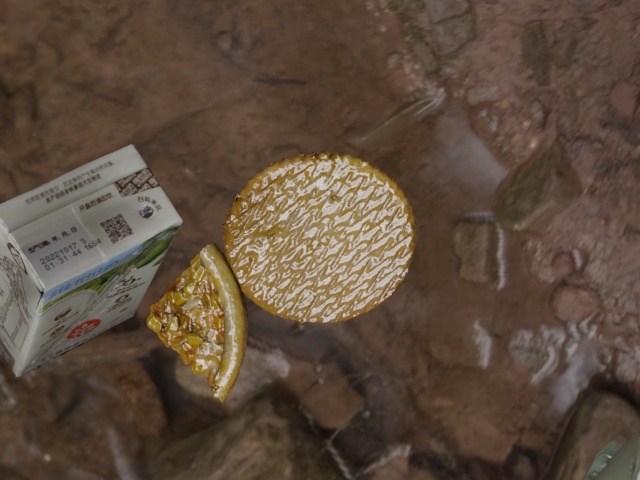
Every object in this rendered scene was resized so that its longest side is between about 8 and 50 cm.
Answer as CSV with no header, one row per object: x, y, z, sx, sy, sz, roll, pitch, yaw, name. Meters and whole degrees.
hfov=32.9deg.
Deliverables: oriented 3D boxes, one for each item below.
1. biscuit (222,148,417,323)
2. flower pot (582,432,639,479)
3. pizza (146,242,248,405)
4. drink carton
0.000,0.000,1.386,0.254,0.035,0.254,0,118,0,biscuit
0.394,0.394,1.425,0.164,0.367,0.254,27,82,15,flower pot
-0.139,0.086,1.189,0.131,0.041,0.178,13,104,23,pizza
-0.315,0.033,1.359,0.132,0.194,0.324,55,150,8,drink carton
